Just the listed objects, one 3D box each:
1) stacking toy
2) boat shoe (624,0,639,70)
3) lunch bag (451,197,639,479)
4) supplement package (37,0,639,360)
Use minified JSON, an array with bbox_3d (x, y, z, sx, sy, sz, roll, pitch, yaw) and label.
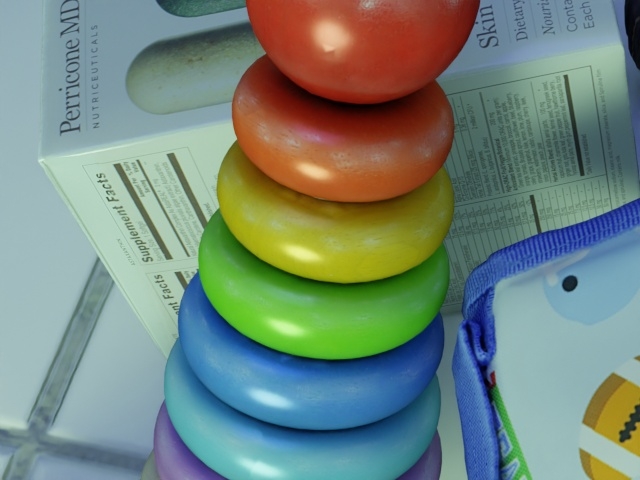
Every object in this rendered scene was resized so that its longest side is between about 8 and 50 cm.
[{"bbox_3d":[0.000,0.000,0.704,0.141,0.330,0.141,5,34,-3],"label":"stacking toy"},{"bbox_3d":[0.324,-0.096,0.818,0.355,0.132,0.130,1,58,17],"label":"boat shoe"},{"bbox_3d":[0.253,0.134,0.628,0.385,0.239,0.328,-6,57,2],"label":"lunch bag"},{"bbox_3d":[0.015,-0.088,0.855,0.262,0.198,0.199,-11,56,8],"label":"supplement package"}]
